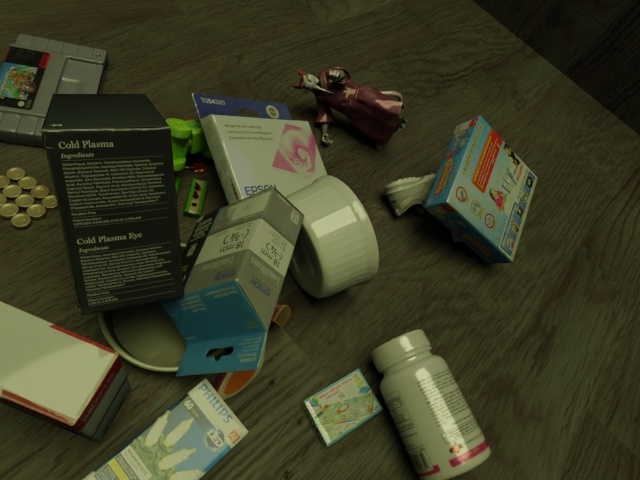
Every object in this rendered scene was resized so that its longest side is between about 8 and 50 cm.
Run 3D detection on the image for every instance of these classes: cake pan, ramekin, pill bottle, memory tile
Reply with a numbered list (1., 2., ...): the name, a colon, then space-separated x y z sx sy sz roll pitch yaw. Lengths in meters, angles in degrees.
1. cake pan: -0.316 0.142 0.946 0.292 0.054 0.294 10 56 -15
2. ramekin: 0.000 0.000 1.027 0.135 0.277 0.277 -23 69 -23
3. pill bottle: 0.228 0.351 0.953 0.160 0.160 0.283 -12 65 -27
4. memory tile: -0.680 -0.098 0.987 0.148 0.012 0.113 37 54 5

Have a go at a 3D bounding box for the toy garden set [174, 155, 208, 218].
1. toy garden set: -0.409 -0.176 1.115 0.244 0.049 0.204 12 56 -14

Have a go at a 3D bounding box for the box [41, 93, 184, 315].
1. box: -0.386 -0.093 0.828 0.178 0.313 0.343 -10 30 -25

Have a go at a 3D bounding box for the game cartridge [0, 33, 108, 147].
1. game cartridge: -0.704 -0.392 1.136 0.230 0.068 0.355 7 57 -21

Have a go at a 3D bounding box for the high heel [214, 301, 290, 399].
1. high heel: -0.173 0.222 0.958 0.117 0.082 0.244 14 64 40

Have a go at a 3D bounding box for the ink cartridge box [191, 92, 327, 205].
1. ink cartridge box: -0.137 -0.241 1.143 0.324 0.071 0.331 -13 81 -46

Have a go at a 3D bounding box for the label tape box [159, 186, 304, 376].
1. label tape box: -0.186 0.077 0.848 0.106 0.240 0.334 43 45 -34

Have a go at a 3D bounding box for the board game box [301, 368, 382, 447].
1. board game box: 0.048 0.364 0.960 0.154 0.026 0.104 -21 68 -30

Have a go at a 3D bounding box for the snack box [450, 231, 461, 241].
1. snack box: 0.471 -0.113 1.353 0.207 0.070 0.175 -27 100 -30

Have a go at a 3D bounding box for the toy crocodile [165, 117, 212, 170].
1. toy crocodile: -0.336 -0.266 1.122 0.105 0.115 0.340 34 37 19

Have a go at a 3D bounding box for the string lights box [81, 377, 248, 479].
1. string lights box: -0.274 0.390 0.784 0.259 0.077 0.133 -37 79 -31

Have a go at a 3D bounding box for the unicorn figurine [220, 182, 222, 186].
1. unicorn figurine: -0.220 -0.197 1.192 0.111 0.060 0.162 26 54 -4

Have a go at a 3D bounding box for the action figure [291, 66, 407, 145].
1. action figure: 0.094 -0.452 1.357 0.369 0.248 0.276 26 53 -7

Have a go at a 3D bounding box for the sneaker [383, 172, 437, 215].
1. sneaker: 0.313 -0.142 1.356 0.281 0.105 0.116 -13 94 -29

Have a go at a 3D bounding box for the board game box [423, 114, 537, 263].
1. board game box: 0.473 -0.141 1.264 0.301 0.086 0.308 36 67 -23

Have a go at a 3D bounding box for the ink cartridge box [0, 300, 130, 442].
1. ink cartridge box: -0.436 0.228 0.715 0.196 0.273 0.114 25 58 -4
